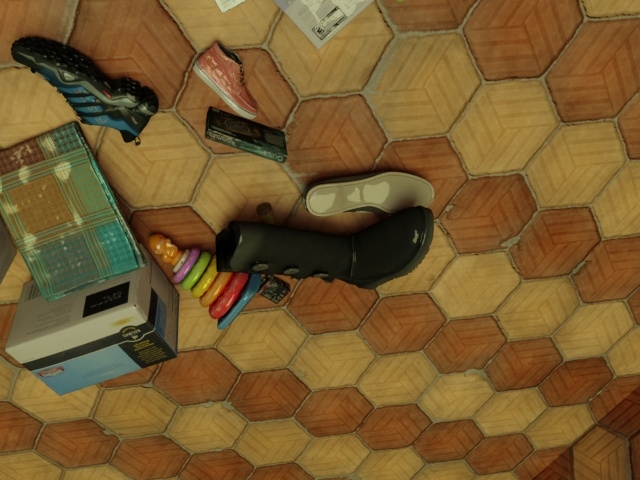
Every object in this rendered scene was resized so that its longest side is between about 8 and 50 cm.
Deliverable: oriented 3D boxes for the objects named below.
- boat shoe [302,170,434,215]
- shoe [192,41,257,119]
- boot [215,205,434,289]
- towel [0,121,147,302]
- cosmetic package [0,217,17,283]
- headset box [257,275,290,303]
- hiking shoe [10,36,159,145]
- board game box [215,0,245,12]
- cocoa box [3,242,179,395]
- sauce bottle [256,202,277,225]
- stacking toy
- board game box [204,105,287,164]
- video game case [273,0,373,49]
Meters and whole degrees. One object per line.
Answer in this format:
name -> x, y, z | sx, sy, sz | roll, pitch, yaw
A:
boat shoe -> 0.117, -0.122, 1.492 | 0.334, 0.095, 0.112 | -4, 106, -10
shoe -> -0.187, -0.348, 1.288 | 0.081, 0.064, 0.178 | -38, 118, 24
boot -> -0.001, 0.001, 1.433 | 0.444, 0.146, 0.367 | 11, 147, -22
towel -> -0.603, -0.057, 1.376 | 0.271, 0.040, 0.371 | -20, 105, 5
cosmetic package -> -0.844, -0.055, 1.324 | 0.155, 0.197, 0.366 | -8, 125, -2
headset box -> -0.136, 0.135, 1.662 | 0.083, 0.032, 0.062 | 33, 115, -26
hiking shoe -> -0.502, -0.307, 1.241 | 0.303, 0.113, 0.132 | 26, 117, -24
board game box -> -0.108, -0.606, 1.096 | 0.303, 0.098, 0.224 | -23, 126, 10
cocoa box -> -0.567, 0.206, 1.519 | 0.346, 0.232, 0.228 | -19, 133, 5
sauce bottle -> -0.132, -0.037, 1.533 | 0.042, 0.042, 0.128 | -13, 127, 1
stacking toy -> -0.320, 0.080, 1.540 | 0.301, 0.175, 0.166 | 35, 116, -15
board game box -> -0.167, -0.238, 1.332 | 0.186, 0.126, 0.026 | 16, 122, -18
video game case -> 0.014, -0.528, 1.062 | 0.269, 0.061, 0.244 | -36, 122, 22
